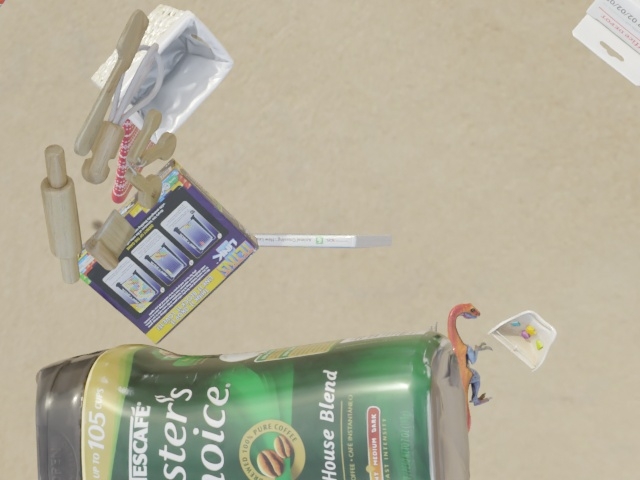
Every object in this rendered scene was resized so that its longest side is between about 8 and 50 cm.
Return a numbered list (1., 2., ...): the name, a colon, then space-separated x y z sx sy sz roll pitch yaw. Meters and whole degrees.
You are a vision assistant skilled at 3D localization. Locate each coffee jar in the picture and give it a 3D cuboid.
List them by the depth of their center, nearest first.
1. coffee jar: -0.033 0.090 0.489 0.184 0.079 0.096 -5 87 17

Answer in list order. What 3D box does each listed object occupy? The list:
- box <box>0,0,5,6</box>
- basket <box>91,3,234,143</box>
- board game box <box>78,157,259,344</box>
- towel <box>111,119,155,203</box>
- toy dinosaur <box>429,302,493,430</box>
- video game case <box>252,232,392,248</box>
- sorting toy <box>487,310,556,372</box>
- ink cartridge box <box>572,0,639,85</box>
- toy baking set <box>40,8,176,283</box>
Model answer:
1. box: -0.393 -0.241 0.835 0.177 0.279 0.290 37 84 28
2. basket: -0.227 -0.239 1.620 0.167 0.103 0.113 -49 134 -7
3. board game box: -0.180 0.014 1.325 0.170 0.048 0.141 -42 112 6
4. towel: -0.286 -0.199 1.862 0.031 0.198 0.275 24 148 0
5. toy dinosaur: 0.113 0.093 0.886 0.047 0.090 0.082 -10 119 2
6. video game case: 0.000 0.000 1.933 0.193 0.212 0.023 1 90 19
7. sorting toy: 0.285 0.127 1.561 0.083 0.045 0.075 41 143 3
8. ink cartridge box: 0.382 -0.275 1.314 0.104 0.181 0.061 39 153 3
9. toy baking set: -0.200 -0.084 1.078 0.030 0.196 0.256 19 140 16
